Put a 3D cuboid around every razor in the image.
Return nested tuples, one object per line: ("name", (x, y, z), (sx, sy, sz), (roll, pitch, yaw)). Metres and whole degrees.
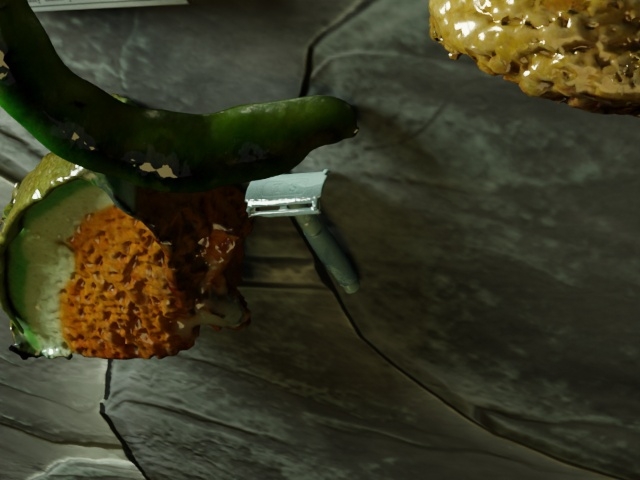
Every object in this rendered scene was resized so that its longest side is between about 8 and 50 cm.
("razor", (0.000, 0.000, 1.073), (0.068, 0.040, 0.135), (-2, 142, 29))

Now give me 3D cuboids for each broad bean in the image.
("broad bean", (-0.120, -0.099, 0.921), (0.292, 0.049, 0.144), (28, 119, -29))

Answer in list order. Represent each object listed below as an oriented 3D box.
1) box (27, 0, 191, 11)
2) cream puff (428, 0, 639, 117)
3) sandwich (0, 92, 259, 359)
("box", (-0.178, -0.203, 0.903), (0.177, 0.036, 0.115), (2, 138, 25))
("cream puff", (0.158, -0.166, 0.704), (0.183, 0.183, 0.169), (15, 115, 9))
("sandwich", (-0.157, 0.000, 1.096), (0.212, 0.109, 0.292), (10, 145, 5))
